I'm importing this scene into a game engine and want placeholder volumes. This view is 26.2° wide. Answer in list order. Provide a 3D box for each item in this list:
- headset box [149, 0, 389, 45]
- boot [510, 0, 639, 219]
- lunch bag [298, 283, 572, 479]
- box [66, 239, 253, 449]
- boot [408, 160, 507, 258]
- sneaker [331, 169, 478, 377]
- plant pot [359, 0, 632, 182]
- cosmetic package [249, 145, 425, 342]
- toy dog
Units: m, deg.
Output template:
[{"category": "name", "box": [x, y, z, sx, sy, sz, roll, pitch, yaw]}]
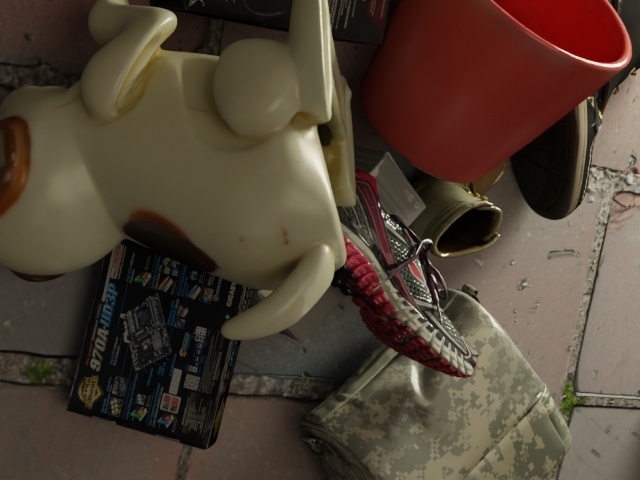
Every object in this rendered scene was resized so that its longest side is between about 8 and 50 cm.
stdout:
[{"category": "headset box", "box": [-0.031, -0.352, 1.600, 0.293, 0.110, 0.218, 4, 99, -31]}, {"category": "boot", "box": [0.397, -0.232, 1.869, 0.284, 0.138, 0.377, -17, 113, -32]}, {"category": "lunch bag", "box": [0.142, 0.237, 1.773, 0.305, 0.212, 0.256, -40, 115, -21]}, {"category": "box", "box": [-0.182, 0.114, 1.590, 0.175, 0.051, 0.220, 14, 94, 8]}, {"category": "boot", "box": [0.188, -0.050, 1.764, 0.213, 0.165, 0.077, -29, 115, -21]}, {"category": "sneaker", "box": [0.097, 0.049, 1.610, 0.112, 0.121, 0.299, -49, 116, -17]}, {"category": "plant pot", "box": [0.190, -0.219, 1.653, 0.275, 0.275, 0.243, 15, 132, -32]}, {"category": "cosmetic package", "box": [0.000, 0.000, 1.689, 0.238, 0.127, 0.107, -45, 118, -17]}, {"category": "toy dog", "box": [-0.175, -0.067, 1.457, 0.408, 0.284, 0.395, -4, 72, 8]}]
